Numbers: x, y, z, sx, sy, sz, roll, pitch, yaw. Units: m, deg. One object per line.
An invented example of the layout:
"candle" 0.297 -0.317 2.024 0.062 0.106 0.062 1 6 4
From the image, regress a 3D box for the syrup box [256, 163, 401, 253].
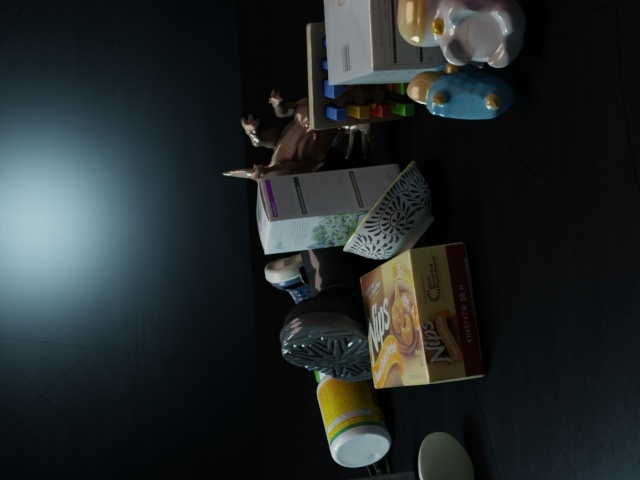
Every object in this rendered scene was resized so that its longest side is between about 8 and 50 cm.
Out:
"syrup box" 0.017 -0.052 1.629 0.093 0.236 0.096 99 162 -53

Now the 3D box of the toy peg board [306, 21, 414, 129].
"toy peg board" 0.070 -0.251 1.512 0.079 0.160 0.161 28 124 59

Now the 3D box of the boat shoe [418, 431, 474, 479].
"boat shoe" 0.184 0.379 1.397 0.070 0.077 0.219 102 158 -54

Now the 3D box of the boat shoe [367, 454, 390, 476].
"boat shoe" 0.118 0.464 1.886 0.049 0.042 0.133 98 161 -44

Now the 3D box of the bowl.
"bowl" 0.115 -0.028 1.475 0.080 0.170 0.170 39 161 4

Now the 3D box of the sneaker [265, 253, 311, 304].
"sneaker" -0.016 0.095 2.068 0.350 0.131 0.148 -12 -95 -77

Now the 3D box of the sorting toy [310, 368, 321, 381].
"sorting toy" 0.000 0.179 2.354 0.196 0.047 0.348 -117 23 -52

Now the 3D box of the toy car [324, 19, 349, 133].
"toy car" 0.018 -0.338 1.976 0.239 0.053 0.225 -123 29 -67

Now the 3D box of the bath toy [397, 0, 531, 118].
"bath toy" 0.164 -0.310 1.063 0.129 0.151 0.348 -54 -27 -53

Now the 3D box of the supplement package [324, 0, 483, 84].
"supplement package" 0.100 -0.315 1.315 0.262 0.145 0.204 -154 59 -78

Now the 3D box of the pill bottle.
"pill bottle" 0.058 0.318 1.921 0.208 0.117 0.118 -106 15 -44

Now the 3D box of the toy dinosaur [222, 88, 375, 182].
"toy dinosaur" -0.018 -0.165 1.689 0.200 0.295 0.127 16 -143 -56

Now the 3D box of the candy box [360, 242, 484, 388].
"candy box" 0.140 0.119 1.469 0.316 0.087 0.183 135 129 -77

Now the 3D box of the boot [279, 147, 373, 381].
"boot" 0.000 0.001 1.781 0.367 0.146 0.445 53 -153 -66

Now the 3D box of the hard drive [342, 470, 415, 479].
"hard drive" 0.101 0.450 1.708 0.022 0.135 0.094 123 140 -73
